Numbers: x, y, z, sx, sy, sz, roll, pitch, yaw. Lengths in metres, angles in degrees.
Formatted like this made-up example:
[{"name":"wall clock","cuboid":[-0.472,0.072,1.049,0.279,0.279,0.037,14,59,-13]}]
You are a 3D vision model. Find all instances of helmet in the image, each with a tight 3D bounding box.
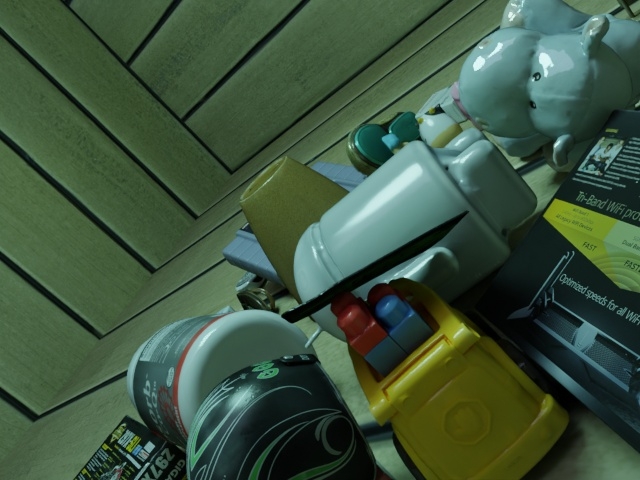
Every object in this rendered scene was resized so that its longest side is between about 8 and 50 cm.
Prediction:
[{"name":"helmet","cuboid":[-0.047,0.203,0.548,0.161,0.169,0.169,-28,14,-13]}]

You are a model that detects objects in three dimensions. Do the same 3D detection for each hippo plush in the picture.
[{"name":"hippo plush","cuboid":[0.287,-0.158,0.679,0.294,0.234,0.236,19,37,28]}]

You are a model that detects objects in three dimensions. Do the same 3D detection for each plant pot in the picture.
[{"name":"plant pot","cuboid":[-0.017,-0.023,1.052,0.237,0.254,0.237,-38,18,15]}]

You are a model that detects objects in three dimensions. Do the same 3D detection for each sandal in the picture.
[{"name":"sandal","cuboid":[-0.130,0.141,1.250,0.060,0.090,0.219,-26,5,-15]}]

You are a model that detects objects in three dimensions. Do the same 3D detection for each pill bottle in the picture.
[{"name":"pill bottle","cuboid":[-0.172,0.222,0.906,0.210,0.210,0.363,-54,19,-28]}]

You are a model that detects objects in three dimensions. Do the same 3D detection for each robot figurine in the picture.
[{"name":"robot figurine","cuboid":[0.107,0.009,0.780,0.353,0.200,0.300,-39,11,18]}]

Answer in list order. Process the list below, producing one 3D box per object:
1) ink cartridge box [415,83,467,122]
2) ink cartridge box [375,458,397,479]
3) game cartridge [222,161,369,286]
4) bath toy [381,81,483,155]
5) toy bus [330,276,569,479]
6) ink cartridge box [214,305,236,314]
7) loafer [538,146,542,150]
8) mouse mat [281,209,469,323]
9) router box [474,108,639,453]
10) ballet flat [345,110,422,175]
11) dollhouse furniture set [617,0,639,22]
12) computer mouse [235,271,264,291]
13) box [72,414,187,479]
[{"name":"ink cartridge box","cuboid":[0.299,-0.311,1.334,0.099,0.056,0.135,-50,19,-21]},{"name":"ink cartridge box","cuboid":[-0.006,0.302,0.581,0.198,0.067,0.115,-47,18,-11]},{"name":"game cartridge","cuboid":[-0.044,-0.056,1.344,0.230,0.068,0.355,20,56,44]},{"name":"bath toy","cuboid":[0.290,-0.274,1.150,0.348,0.129,0.151,-40,17,11]},{"name":"toy bus","cuboid":[0.092,0.111,0.566,0.149,0.211,0.220,-44,16,5]},{"name":"ink cartridge box","cuboid":[-0.310,0.278,1.363,0.223,0.045,0.224,-33,21,33]},{"name":"loafer","cuboid":[0.374,-0.227,0.930,0.220,0.078,0.080,-45,17,-3]},{"name":"mouse mat","cuboid":[0.049,0.032,0.562,0.189,0.007,0.152,-30,-10,-4]},{"name":"router box","cuboid":[0.280,0.029,0.450,0.243,0.081,0.309,-57,17,8]},{"name":"ballet flat","cuboid":[0.129,-0.204,1.296,0.123,0.123,0.348,-31,4,36]},{"name":"dollhouse furniture set","cuboid":[0.474,-0.328,0.759,0.129,0.184,0.129,-29,23,41]},{"name":"computer mouse","cuboid":[-0.161,0.085,1.490,0.106,0.042,0.193,-29,17,29]},{"name":"box","cuboid":[-0.377,0.461,1.042,0.257,0.079,0.322,-51,18,-27]}]
